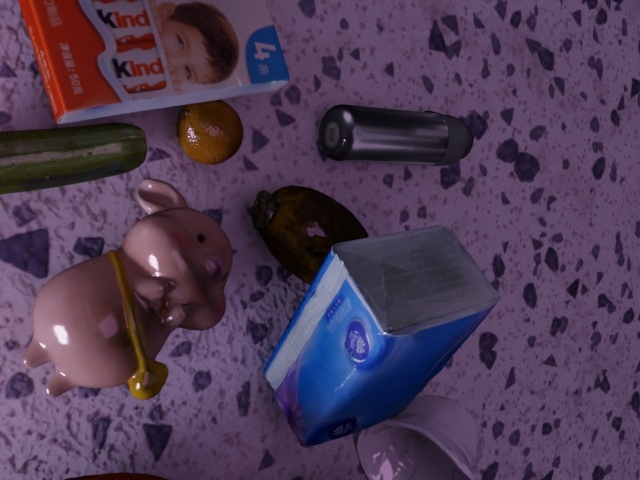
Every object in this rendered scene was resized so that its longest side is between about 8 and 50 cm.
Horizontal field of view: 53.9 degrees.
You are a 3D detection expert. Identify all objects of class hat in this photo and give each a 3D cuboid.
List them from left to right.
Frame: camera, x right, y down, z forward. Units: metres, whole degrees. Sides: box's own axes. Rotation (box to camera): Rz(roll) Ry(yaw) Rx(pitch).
[{"bbox_3d":[0.167,0.315,0.962,0.126,0.203,0.203,-43,119,-45],"label":"hat"}]

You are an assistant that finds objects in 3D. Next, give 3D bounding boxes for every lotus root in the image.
[{"bbox_3d":[0.000,0.000,0.824,0.209,0.120,0.120,34,75,-32],"label":"lotus root"}]

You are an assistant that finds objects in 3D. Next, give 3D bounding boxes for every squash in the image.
[{"bbox_3d":[-0.289,-0.084,0.642,0.229,0.066,0.066,-14,103,-33],"label":"squash"}]

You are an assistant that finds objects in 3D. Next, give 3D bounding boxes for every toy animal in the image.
[{"bbox_3d":[-0.198,0.066,0.679,0.248,0.149,0.165,-43,134,-32],"label":"toy animal"}]

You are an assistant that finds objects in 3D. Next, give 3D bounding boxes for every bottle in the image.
[{"bbox_3d":[0.115,-0.156,0.921,0.253,0.079,0.096,-3,58,-34],"label":"bottle"}]

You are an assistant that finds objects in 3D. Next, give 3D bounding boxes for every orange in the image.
[{"bbox_3d":[-0.131,-0.130,0.744,0.085,0.085,0.085,-4,97,-35],"label":"orange"}]

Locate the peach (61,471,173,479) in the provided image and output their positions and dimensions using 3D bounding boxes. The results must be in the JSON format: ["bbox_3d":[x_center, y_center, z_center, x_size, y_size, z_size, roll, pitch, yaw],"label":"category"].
[{"bbox_3d":[-0.194,0.412,0.607,0.372,0.290,0.373,6,75,-21],"label":"peach"}]

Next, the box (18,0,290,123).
[{"bbox_3d":[-0.186,-0.279,0.675,0.265,0.048,0.273,-19,92,-33],"label":"box"}]

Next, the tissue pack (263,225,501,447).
[{"bbox_3d":[0.069,0.124,0.795,0.198,0.146,0.263,-9,145,-35],"label":"tissue pack"}]
